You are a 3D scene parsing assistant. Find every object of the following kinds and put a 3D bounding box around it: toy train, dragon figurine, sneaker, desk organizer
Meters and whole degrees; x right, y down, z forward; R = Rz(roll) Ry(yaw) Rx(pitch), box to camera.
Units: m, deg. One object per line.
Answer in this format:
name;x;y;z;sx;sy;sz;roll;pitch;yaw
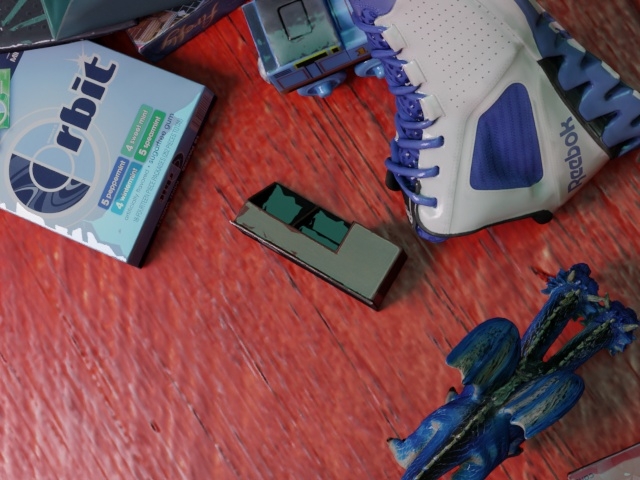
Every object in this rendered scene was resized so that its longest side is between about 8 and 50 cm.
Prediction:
toy train;0.032;-0.171;1.022;0.184;0.105;0.080;-21;78;7
dragon figurine;0.122;0.111;0.914;0.085;0.289;0.144;42;128;16
sneaker;0.091;-0.100;0.941;0.315;0.127;0.182;33;101;-27
desk organizer;0.000;0.000;1.032;0.130;0.047;0.050;30;85;13

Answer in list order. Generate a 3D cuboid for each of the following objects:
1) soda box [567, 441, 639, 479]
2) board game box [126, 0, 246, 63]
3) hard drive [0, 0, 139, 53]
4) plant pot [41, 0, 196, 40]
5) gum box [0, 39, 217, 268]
soda box;0.309;0.151;0.927;0.263;0.092;0.083;-24;77;6
board game box;-0.086;-0.282;1.093;0.243;0.042;0.165;-33;77;4
hard drive;-0.267;-0.231;1.069;0.255;0.054;0.172;-4;82;10
plant pot;-0.095;-0.270;0.964;0.234;0.165;0.165;-17;86;-21
gum box;-0.201;-0.084;1.084;0.184;0.041;0.157;23;86;14
